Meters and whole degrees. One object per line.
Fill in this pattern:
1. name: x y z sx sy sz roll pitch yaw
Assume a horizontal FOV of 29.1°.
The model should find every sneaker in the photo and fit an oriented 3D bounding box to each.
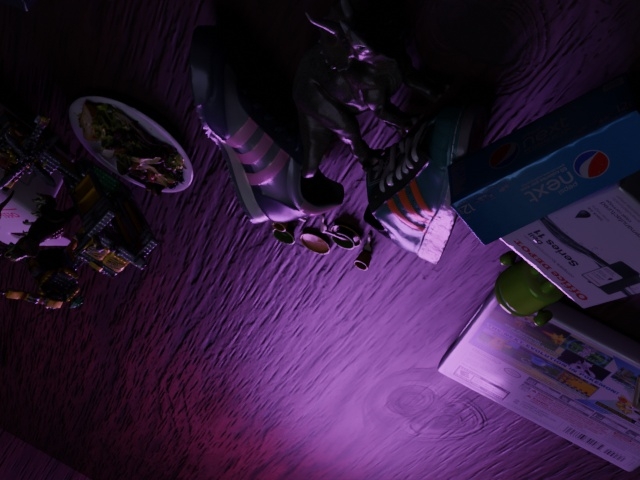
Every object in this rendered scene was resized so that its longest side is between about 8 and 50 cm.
1. sneaker: -0.060 -0.142 1.492 0.131 0.112 0.319 -2 145 17
2. sneaker: 0.111 -0.070 1.427 0.121 0.108 0.302 21 152 6

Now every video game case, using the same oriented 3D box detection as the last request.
1. video game case: 0.351 0.193 1.717 0.329 0.036 0.300 28 151 3

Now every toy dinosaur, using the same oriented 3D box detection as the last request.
1. toy dinosaur: 0.036 -0.171 1.357 0.160 0.121 0.313 44 155 -3

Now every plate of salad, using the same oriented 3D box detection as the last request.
1. plate of salad: -0.272 -0.127 1.737 0.200 0.048 0.200 21 150 13

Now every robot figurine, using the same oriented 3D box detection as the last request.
1. robot figurine: 0.262 0.055 1.536 0.101 0.067 0.115 59 148 5

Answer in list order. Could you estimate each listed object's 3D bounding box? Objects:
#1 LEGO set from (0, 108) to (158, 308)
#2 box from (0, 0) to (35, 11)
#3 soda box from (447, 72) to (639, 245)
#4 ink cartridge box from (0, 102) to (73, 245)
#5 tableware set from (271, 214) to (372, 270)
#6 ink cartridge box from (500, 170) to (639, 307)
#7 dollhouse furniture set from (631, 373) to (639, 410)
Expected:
1. LEGO set: -0.392 -0.017 1.724 0.331 0.255 0.192 48 -176 -40
2. box: -0.393 -0.366 1.408 0.158 0.093 0.156 22 151 15
3. soda box: 0.236 -0.080 1.251 0.210 0.067 0.071 -27 125 24
4. ink cartridge box: -0.525 -0.128 1.856 0.207 0.119 0.353 0 149 42
5. tableware set: 0.000 0.000 1.726 0.154 0.024 0.104 21 151 12
6. ink cartridge box: 0.318 -0.017 1.350 0.153 0.087 0.208 38 151 -15
7. dollhouse furniture set: 0.534 0.064 1.345 0.303 0.174 0.355 24 124 35
